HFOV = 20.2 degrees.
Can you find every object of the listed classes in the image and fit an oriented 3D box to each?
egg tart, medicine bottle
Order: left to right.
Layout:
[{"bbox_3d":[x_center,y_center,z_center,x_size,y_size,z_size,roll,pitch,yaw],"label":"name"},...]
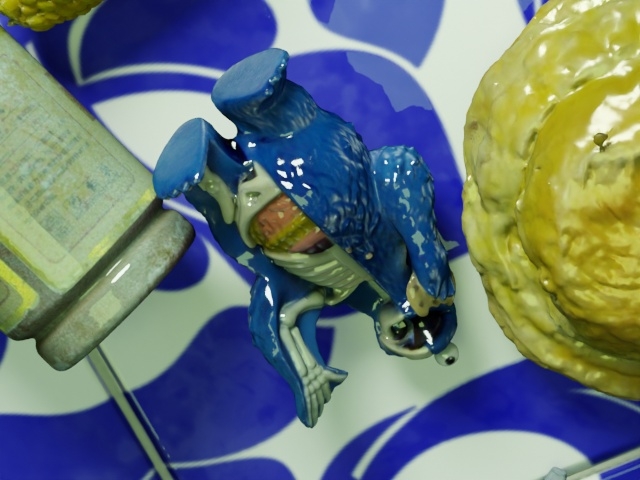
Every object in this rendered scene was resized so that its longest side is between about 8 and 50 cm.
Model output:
[{"bbox_3d":[-0.245,-0.068,1.225,0.322,0.151,0.151,45,111,-7],"label":"medicine bottle"},{"bbox_3d":[0.235,-0.026,1.168,0.319,0.128,0.319,2,110,7],"label":"egg tart"}]

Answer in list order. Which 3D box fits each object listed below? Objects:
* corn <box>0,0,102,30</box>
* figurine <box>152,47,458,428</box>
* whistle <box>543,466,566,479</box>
[{"bbox_3d":[-0.103,-0.249,1.168,0.102,0.102,0.313,43,114,-6],"label":"corn"},{"bbox_3d":[0.002,-0.009,1.231,0.164,0.121,0.262,-30,114,1],"label":"figurine"},{"bbox_3d":[0.161,0.199,1.315,0.033,0.029,0.083,27,120,17],"label":"whistle"}]
